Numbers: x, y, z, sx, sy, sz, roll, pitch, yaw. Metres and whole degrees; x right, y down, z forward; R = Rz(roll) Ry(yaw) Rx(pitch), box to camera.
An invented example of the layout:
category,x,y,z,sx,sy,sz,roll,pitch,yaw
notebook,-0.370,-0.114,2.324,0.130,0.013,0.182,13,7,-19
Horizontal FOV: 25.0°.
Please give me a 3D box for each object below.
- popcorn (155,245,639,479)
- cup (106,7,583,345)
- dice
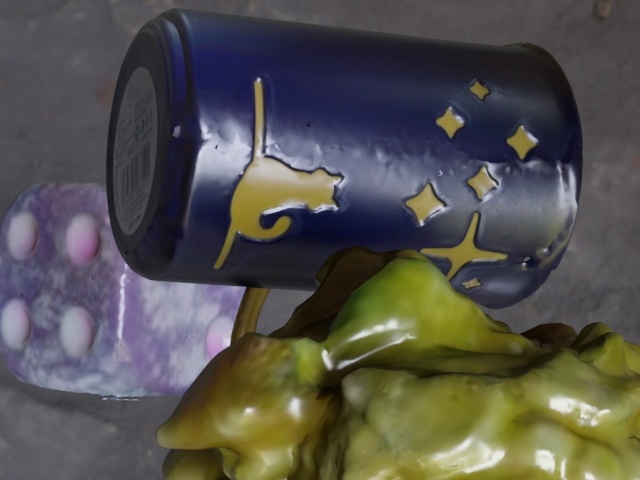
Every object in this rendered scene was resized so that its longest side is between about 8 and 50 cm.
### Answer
category,x,y,z,sx,sy,sz,roll,pitch,yaw
popcorn,0.055,0.124,0.693,0.258,0.224,0.270,30,5,42
cup,0.008,-0.008,0.889,0.256,0.255,0.178,3,-11,-22
dice,-0.262,0.063,1.927,0.270,0.271,0.270,4,0,39
